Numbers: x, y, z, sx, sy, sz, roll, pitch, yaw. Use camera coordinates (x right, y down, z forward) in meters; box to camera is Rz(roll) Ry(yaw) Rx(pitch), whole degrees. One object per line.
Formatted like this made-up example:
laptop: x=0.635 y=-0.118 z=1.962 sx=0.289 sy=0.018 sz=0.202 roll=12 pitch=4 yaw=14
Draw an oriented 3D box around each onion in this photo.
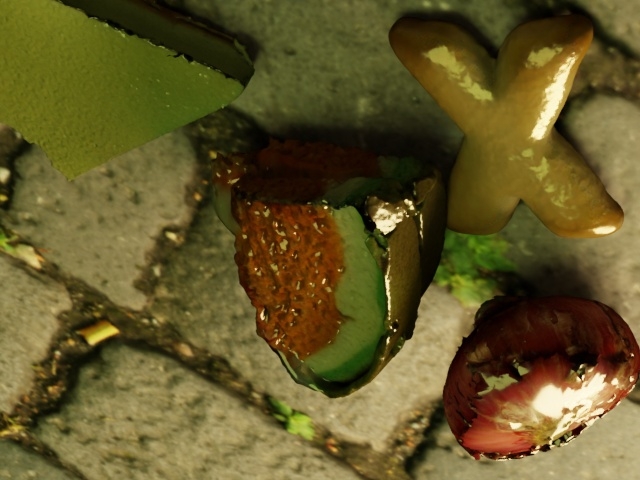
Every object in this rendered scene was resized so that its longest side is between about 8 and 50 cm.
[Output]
onion: x=0.178 y=0.105 z=1.511 sx=0.147 sy=0.184 sz=0.184 roll=59 pitch=146 yaw=29

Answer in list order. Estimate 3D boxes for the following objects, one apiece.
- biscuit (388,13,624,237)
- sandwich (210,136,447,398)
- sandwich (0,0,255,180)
biscuit: x=0.150 y=-0.087 z=1.408 sx=0.164 sy=0.047 sz=0.208 roll=0 pitch=130 yaw=24
sandwich: x=0.009 y=0.011 z=1.506 sx=0.212 sy=0.109 sz=0.292 roll=22 pitch=143 yaw=30
sandwich: x=-0.187 y=-0.130 z=1.523 sx=0.245 sy=0.063 sz=0.212 roll=25 pitch=140 yaw=3
